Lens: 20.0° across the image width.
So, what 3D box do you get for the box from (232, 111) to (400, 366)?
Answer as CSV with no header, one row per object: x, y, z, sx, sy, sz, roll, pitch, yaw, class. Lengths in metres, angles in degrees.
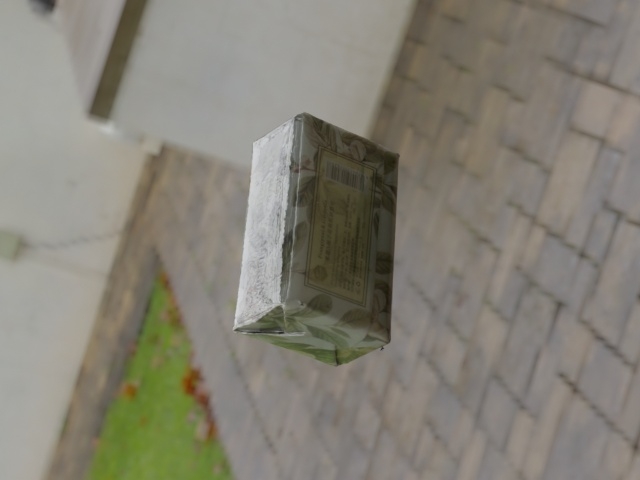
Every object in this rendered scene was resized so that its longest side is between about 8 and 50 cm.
0.000,0.000,0.779,0.045,0.062,0.098,-28,47,49,box
